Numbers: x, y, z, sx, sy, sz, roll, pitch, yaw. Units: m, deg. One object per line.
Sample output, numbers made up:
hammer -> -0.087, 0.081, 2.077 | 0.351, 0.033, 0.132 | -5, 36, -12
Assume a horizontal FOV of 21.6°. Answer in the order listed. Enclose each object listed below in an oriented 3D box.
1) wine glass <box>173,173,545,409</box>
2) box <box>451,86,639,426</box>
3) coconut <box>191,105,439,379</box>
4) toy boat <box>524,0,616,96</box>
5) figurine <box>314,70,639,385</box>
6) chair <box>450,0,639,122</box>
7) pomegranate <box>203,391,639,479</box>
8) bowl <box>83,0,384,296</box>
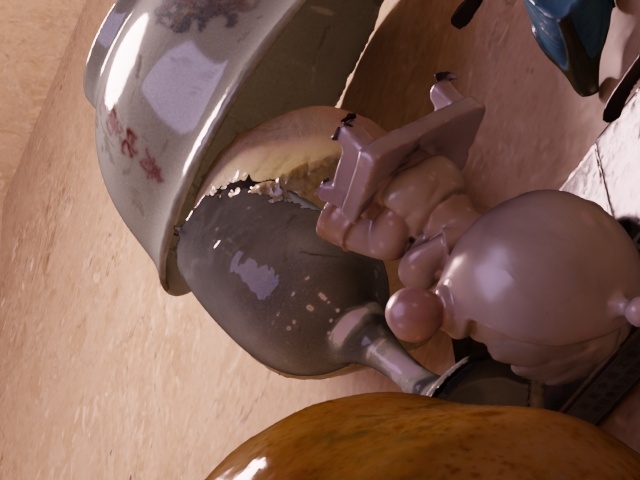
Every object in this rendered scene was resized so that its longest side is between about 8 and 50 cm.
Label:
wine glass -> 0.018, 0.067, 1.270 | 0.321, 0.143, 0.143 | 37, 114, 39
box -> 0.198, 0.042, 1.252 | 0.180, 0.047, 0.325 | -94, 27, -42
coconut -> 0.000, 0.000, 1.542 | 0.244, 0.239, 0.239 | -126, 54, -71
toy boat -> 0.206, -0.203, 1.390 | 0.075, 0.077, 0.185 | -18, 46, 16
figurine -> 0.126, 0.002, 1.145 | 0.256, 0.182, 0.144 | 36, 111, 29
chair -> 0.230, -0.254, 1.118 | 0.186, 0.160, 0.319 | -55, -5, -36
pomegranate -> 0.056, 0.280, 0.967 | 0.416, 0.416, 0.417 | -165, 90, -70
bowl -> -0.116, -0.174, 1.739 | 0.435, 0.196, 0.435 | -55, -10, -15
